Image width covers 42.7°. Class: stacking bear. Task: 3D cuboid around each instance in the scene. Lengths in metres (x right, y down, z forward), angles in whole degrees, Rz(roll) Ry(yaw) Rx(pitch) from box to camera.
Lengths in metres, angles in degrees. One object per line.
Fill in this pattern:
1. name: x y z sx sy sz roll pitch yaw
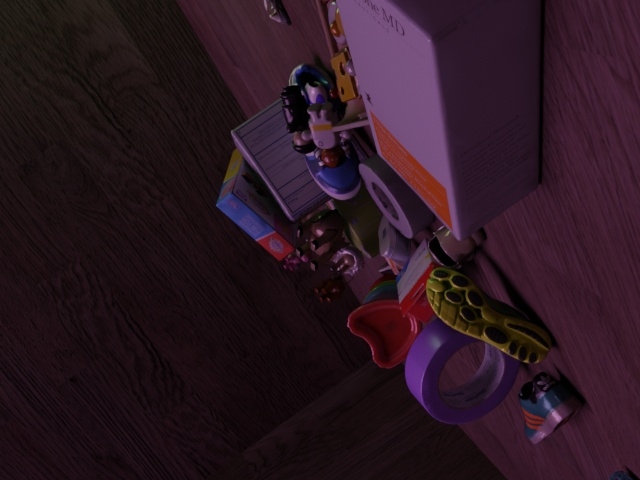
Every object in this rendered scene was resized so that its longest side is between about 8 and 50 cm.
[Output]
1. stacking bear: 0.180 0.173 2.114 0.175 0.164 0.289 52 -166 -10

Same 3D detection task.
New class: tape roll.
1. tape roll: 0.348 0.309 2.004 0.275 0.274 0.090 59 172 -30
2. tape roll: 0.183 -0.113 1.975 0.219 0.072 0.219 53 173 9

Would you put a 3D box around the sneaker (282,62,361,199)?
1. sneaker: 0.003 -0.279 2.009 0.236 0.130 0.323 68 -177 -69

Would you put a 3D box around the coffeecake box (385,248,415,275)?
1. coffeecake box: 0.265 0.101 2.249 0.142 0.068 0.185 58 173 -20

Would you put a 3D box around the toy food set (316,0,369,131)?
1. toy food set: 0.026 -0.344 1.412 0.219 0.092 0.306 -174 68 -70

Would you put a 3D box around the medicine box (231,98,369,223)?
1. medicine box: -0.053 -0.238 2.226 0.289 0.263 0.149 55 175 4

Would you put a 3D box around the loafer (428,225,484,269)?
1. loafer: 0.281 0.011 1.783 0.102 0.092 0.268 54 174 12

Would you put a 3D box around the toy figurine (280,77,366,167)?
1. toy figurine: 0.042 -0.251 1.675 0.209 0.213 0.148 40 152 52

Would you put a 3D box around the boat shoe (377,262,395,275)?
1. boat shoe: 0.241 0.098 2.603 0.079 0.084 0.233 56 171 -4

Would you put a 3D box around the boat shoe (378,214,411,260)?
1. boat shoe: 0.200 -0.021 2.117 0.081 0.079 0.227 22 -145 -10

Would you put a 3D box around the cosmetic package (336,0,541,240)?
1. cosmetic package: 0.167 -0.219 1.117 0.230 0.161 0.453 51 172 32

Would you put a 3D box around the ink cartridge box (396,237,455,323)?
1. ink cartridge box: 0.251 0.101 1.932 0.078 0.134 0.231 31 -161 -10

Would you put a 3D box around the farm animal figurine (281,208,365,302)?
1. farm animal figurine: 0.000 0.000 2.448 0.330 0.172 0.327 49 155 11

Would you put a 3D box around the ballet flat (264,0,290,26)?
1. ballet flat: -0.112 -0.562 1.993 0.041 0.041 0.114 49 171 46

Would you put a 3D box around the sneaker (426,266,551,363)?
1. sneaker: 0.351 0.167 1.757 0.295 0.109 0.123 35 -178 8

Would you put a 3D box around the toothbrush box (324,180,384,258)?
1. toothbrush box: 0.102 -0.097 2.462 0.283 0.122 0.206 57 173 -8

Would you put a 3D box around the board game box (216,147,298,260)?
1. board game box: -0.163 -0.120 2.310 0.242 0.064 0.316 42 -154 -21

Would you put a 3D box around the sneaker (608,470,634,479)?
1. sneaker: 0.701 0.571 1.771 0.076 0.065 0.166 39 -170 -42

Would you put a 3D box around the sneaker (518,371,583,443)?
1. sneaker: 0.522 0.385 1.916 0.121 0.108 0.302 54 166 22
